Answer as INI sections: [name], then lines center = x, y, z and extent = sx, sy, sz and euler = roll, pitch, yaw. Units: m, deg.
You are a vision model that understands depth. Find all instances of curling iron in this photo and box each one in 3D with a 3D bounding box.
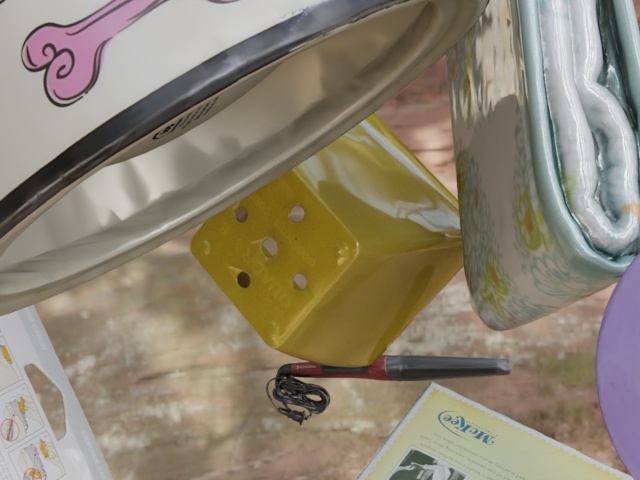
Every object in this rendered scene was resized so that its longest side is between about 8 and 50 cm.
[curling iron]
center = 0.075, 0.156, 1.130
extent = 0.274, 0.068, 0.035
euler = -9, 6, 5

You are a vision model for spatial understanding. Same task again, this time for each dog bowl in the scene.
[dog bowl]
center = -0.099, -0.111, 0.664
extent = 0.408, 0.150, 0.408
euler = -31, -2, -1

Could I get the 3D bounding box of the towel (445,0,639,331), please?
[towel]
center = 0.175, -0.127, 0.837
extent = 0.090, 0.374, 0.320
euler = -3, -12, -2

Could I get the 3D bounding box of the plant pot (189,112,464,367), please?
[plant pot]
center = 0.000, 0.000, 1.019
extent = 0.212, 0.212, 0.187
euler = 48, 25, 18

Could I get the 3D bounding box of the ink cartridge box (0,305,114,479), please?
[ink cartridge box]
center = -0.327, 0.184, 0.932
extent = 0.060, 0.275, 0.239
euler = -22, 3, 29

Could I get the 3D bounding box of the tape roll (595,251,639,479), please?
[tape roll]
center = 0.248, 0.071, 0.543
extent = 0.189, 0.189, 0.080
euler = 2, -3, 22

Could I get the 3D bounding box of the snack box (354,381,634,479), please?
[snack box]
center = 0.171, 0.251, 0.766
extent = 0.322, 0.060, 0.187
euler = 23, 53, 31
